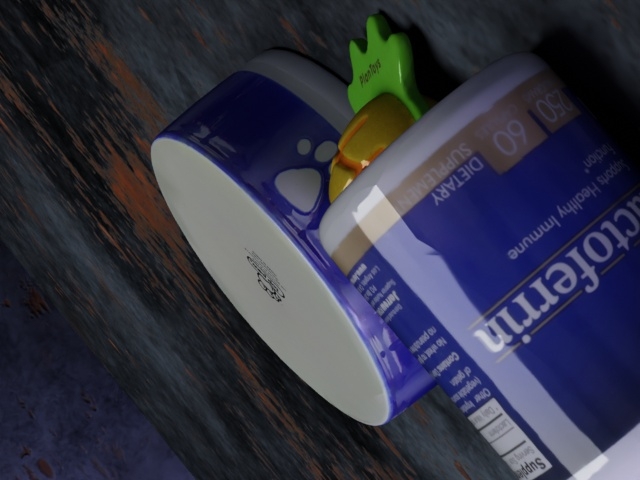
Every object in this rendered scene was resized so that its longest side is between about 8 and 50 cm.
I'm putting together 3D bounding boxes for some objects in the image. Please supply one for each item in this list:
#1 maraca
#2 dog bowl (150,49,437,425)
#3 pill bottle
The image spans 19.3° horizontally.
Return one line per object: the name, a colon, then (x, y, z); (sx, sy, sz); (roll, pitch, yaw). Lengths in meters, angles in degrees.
maraca: (0.051, -0.042, 1.127); (0.127, 0.099, 0.185); (140, 117, -67)
dog bowl: (0.000, 0.000, 1.339); (0.265, 0.104, 0.265); (47, 164, 18)
pill bottle: (0.136, 0.046, 0.968); (0.264, 0.153, 0.153); (49, 164, 6)
